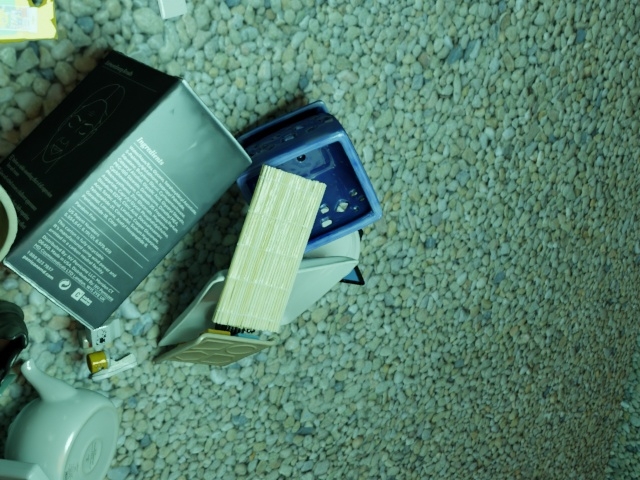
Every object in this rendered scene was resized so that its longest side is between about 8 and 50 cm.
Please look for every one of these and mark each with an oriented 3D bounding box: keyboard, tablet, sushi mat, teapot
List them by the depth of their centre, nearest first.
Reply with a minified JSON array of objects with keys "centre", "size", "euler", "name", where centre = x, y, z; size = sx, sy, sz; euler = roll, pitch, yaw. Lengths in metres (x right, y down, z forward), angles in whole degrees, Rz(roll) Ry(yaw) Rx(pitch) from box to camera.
[{"centre":[-0.280,-0.459,1.435],"size":[0.054,0.006,0.083],"euler":[-24,122,-26],"name":"tablet"},{"centre":[-0.095,0.024,1.464],"size":[0.151,0.019,0.317],"euler":[12,100,-39],"name":"sushi mat"},{"centre":[-0.530,0.403,1.519],"size":[0.253,0.187,0.256],"euler":[79,26,-59],"name":"teapot"},{"centre":[-0.180,0.195,1.681],"size":[0.100,0.038,0.192],"euler":[-14,160,-16],"name":"keyboard"}]

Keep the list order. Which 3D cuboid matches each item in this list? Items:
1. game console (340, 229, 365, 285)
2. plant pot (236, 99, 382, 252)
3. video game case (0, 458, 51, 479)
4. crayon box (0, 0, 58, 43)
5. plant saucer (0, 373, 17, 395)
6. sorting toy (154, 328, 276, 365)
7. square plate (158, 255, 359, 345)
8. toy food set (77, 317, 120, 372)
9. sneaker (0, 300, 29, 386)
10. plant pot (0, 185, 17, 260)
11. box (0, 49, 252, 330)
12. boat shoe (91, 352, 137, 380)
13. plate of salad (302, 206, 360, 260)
[{"centre":[0.053,0.030,1.848],"size":[0.144,0.085,0.124],"euler":[11,103,-40],"name":"game console"},{"centre":[-0.035,-0.138,1.595],"size":[0.235,0.212,0.236],"euler":[-25,126,4],"name":"plant pot"},{"centre":[-0.588,0.505,1.448],"size":[0.036,0.328,0.300],"euler":[-63,143,-46],"name":"video game case"},{"centre":[-0.584,-0.404,1.181],"size":[0.322,0.083,0.203],"euler":[-13,117,-31],"name":"crayon box"},{"centre":[-0.620,0.297,1.457],"size":[0.021,0.119,0.119],"euler":[38,85,-12],"name":"plant saucer"},{"centre":[-0.230,0.234,1.688],"size":[0.208,0.193,0.038],"euler":[9,63,-41],"name":"sorting toy"},{"centre":[-0.141,0.123,1.656],"size":[0.347,0.049,0.344],"euler":[-6,156,-35],"name":"square plate"},{"centre":[-0.421,0.138,1.523],"size":[0.104,0.111,0.232],"euler":[-13,114,-32],"name":"toy food set"},{"centre":[-0.638,0.246,1.399],"size":[0.109,0.130,0.286],"euler":[38,87,-42],"name":"sneaker"},{"centre":[-0.626,-0.121,1.085],"size":[0.333,0.306,0.334],"euler":[-18,148,-11],"name":"plant pot"},{"centre":[-0.373,-0.100,1.335],"size":[0.395,0.293,0.212],"euler":[-48,131,-9],"name":"box"},{"centre":[-0.437,0.264,1.624],"size":[0.100,0.035,0.035],"euler":[-20,93,-24],"name":"boat shoe"},{"centre":[0.000,0.000,1.779],"size":[0.199,0.048,0.200],"euler":[10,68,-25],"name":"plate of salad"}]
